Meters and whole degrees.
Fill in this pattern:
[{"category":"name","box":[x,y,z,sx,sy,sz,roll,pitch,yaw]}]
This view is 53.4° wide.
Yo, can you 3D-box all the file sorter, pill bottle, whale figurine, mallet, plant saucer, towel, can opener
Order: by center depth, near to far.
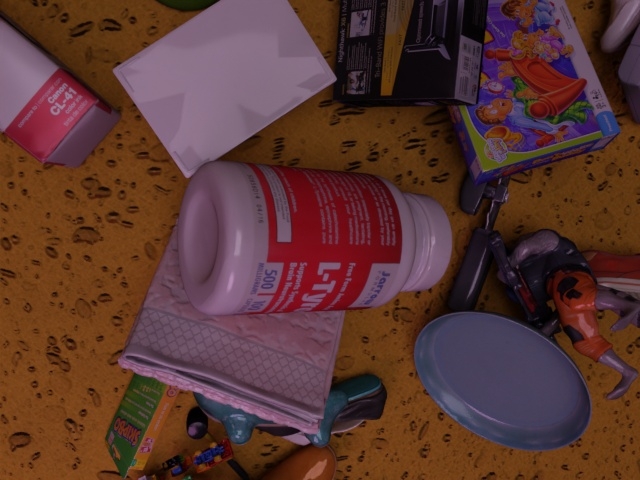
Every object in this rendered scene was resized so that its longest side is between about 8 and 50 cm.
[{"category":"pill bottle","box":[0.000,0.000,1.017,0.408,0.229,0.228,1,97,-31]},{"category":"file sorter","box":[-0.151,-0.258,1.040,0.278,0.173,0.192,-34,99,-3]},{"category":"towel","box":[-0.123,0.123,1.044,0.332,0.317,0.053,22,133,-10]},{"category":"whale figurine","box":[-0.091,0.240,1.072,0.272,0.141,0.216,23,58,17]},{"category":"plant saucer","box":[0.319,0.243,1.129,0.317,0.318,0.044,53,47,-10]},{"category":"mallet","box":[-0.184,0.385,1.181,0.039,0.062,0.189,-36,114,-1]},{"category":"can opener","box":[0.284,-0.006,1.191,0.095,0.076,0.283,21,94,23]}]

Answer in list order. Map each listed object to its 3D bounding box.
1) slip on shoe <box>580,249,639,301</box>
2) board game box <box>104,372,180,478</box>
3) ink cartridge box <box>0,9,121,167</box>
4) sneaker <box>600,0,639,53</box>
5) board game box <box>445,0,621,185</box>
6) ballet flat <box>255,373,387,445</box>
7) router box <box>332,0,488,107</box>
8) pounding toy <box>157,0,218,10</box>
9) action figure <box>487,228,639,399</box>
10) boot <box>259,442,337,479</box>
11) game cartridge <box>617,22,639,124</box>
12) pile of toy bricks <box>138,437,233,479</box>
[{"category":"slip on shoe","box":[0.633,0.073,1.217,0.332,0.123,0.101,5,63,-13]},{"category":"board game box","box":[-0.297,0.269,1.104,0.039,0.124,0.259,27,91,-38]},{"category":"ink cartridge box","box":[-0.477,-0.257,0.971,0.306,0.226,0.131,42,89,-10]},{"category":"sneaker","box":[0.566,-0.493,1.162,0.152,0.114,0.305,25,95,14]},{"category":"board game box","box":[0.321,-0.292,1.082,0.233,0.078,0.347,-17,77,-1]},{"category":"ballet flat","box":[-0.011,0.322,1.167,0.281,0.095,0.096,-8,111,-7]},{"category":"router box","box":[0.147,-0.377,1.039,0.081,0.243,0.308,-2,99,-49]},{"category":"pounding toy","box":[-0.240,-0.502,1.034,0.183,0.110,0.237,-37,100,-3]},{"category":"action figure","box":[0.443,0.108,1.110,0.179,0.330,0.341,-33,130,6]},{"category":"boot","box":[-0.103,0.473,1.102,0.295,0.211,0.104,-45,69,2]},{"category":"game cartridge","box":[0.634,-0.376,1.138,0.198,0.062,0.297,29,92,-48]},{"category":"pile of toy bricks","box":[-0.229,0.443,1.130,0.212,0.105,0.118,-28,59,6]}]
